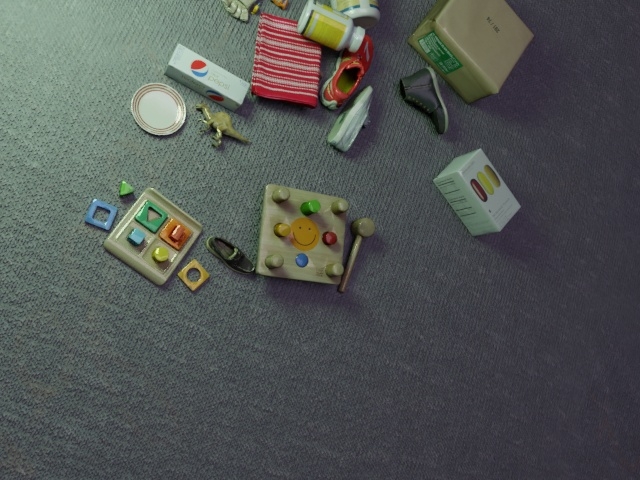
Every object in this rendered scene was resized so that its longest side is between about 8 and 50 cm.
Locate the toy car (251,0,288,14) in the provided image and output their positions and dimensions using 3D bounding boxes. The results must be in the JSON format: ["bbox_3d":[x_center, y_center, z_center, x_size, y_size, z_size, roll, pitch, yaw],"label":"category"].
[{"bbox_3d":[-0.142,-0.691,1.702,0.060,0.040,0.122,46,66,-14],"label":"toy car"}]

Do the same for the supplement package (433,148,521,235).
[{"bbox_3d":[0.513,-0.155,1.904,0.139,0.134,0.244,-44,103,-24],"label":"supplement package"}]

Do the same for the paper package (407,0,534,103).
[{"bbox_3d":[0.512,-0.680,1.953,0.325,0.168,0.309,42,68,-17],"label":"paper package"}]

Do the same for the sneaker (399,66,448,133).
[{"bbox_3d":[0.335,-0.442,1.897,0.118,0.083,0.222,-22,101,-8],"label":"sneaker"}]

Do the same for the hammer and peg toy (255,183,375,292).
[{"bbox_3d":[0.000,0.000,1.635,0.361,0.127,0.266,10,79,-25],"label":"hammer and peg toy"}]

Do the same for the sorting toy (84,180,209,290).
[{"bbox_3d":[-0.418,-0.011,1.476,0.348,0.047,0.196,39,69,-17],"label":"sorting toy"}]

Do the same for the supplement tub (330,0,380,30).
[{"bbox_3d":[0.098,-0.754,1.769,0.144,0.144,0.199,-8,87,-27],"label":"supplement tub"}]

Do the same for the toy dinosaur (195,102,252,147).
[{"bbox_3d":[-0.270,-0.305,1.583,0.183,0.053,0.092,36,68,-18],"label":"toy dinosaur"}]

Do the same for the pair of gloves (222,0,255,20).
[{"bbox_3d":[-0.283,-0.756,1.641,0.240,0.042,0.204,21,72,-25],"label":"pair of gloves"}]

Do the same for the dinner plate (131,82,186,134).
[{"bbox_3d":[-0.428,-0.346,1.531,0.141,0.017,0.141,4,81,-26],"label":"dinner plate"}]

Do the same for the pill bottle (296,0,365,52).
[{"bbox_3d":[0.032,-0.617,1.685,0.184,0.103,0.103,20,75,-16],"label":"pill bottle"}]

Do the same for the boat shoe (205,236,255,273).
[{"bbox_3d":[-0.238,0.041,1.556,0.152,0.049,0.056,34,70,-19],"label":"boat shoe"}]

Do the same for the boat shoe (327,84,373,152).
[{"bbox_3d":[0.106,-0.368,1.770,0.081,0.079,0.227,39,73,-27],"label":"boat shoe"}]

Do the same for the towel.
[{"bbox_3d":[-0.093,-0.523,1.682,0.199,0.031,0.275,9,74,-17],"label":"towel"}]

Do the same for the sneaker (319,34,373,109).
[{"bbox_3d":[0.103,-0.517,1.757,0.107,0.118,0.279,32,71,-20],"label":"sneaker"}]

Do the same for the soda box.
[{"bbox_3d":[-0.306,-0.437,1.570,0.216,0.074,0.069,27,73,-21],"label":"soda box"}]

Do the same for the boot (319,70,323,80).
[{"bbox_3d":[-0.023,-0.474,1.732,0.087,0.042,0.118,-43,101,-24],"label":"boot"}]
